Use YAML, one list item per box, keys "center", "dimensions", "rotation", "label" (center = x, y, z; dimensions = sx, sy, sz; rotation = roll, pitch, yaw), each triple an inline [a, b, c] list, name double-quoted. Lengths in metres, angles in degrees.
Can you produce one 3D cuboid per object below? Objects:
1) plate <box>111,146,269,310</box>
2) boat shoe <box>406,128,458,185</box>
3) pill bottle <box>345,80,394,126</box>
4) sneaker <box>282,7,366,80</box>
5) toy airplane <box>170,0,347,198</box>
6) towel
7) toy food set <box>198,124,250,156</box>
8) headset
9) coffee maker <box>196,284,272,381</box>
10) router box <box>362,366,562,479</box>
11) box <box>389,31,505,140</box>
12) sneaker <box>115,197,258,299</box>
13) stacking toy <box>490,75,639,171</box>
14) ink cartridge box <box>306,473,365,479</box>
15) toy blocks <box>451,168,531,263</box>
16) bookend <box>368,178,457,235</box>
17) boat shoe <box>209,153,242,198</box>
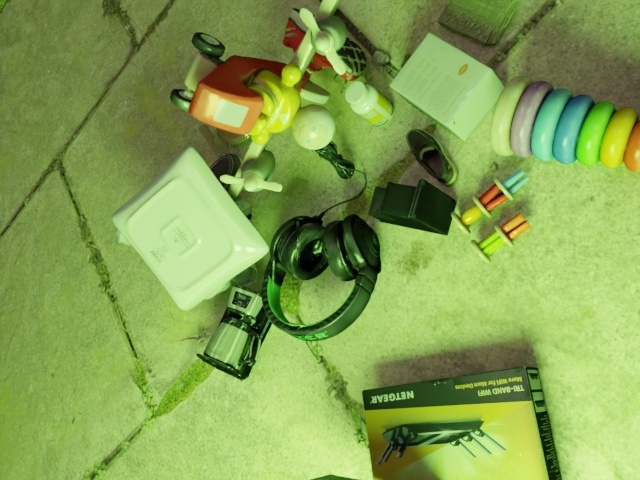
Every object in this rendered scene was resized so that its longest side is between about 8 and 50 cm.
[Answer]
- center: [-0.293, -0.012, 1.252]
  dimensions: [0.278, 0.045, 0.277]
  rotation: [-35, 95, 23]
  label: "plate"
- center: [0.216, -0.173, 1.154]
  dimensions: [0.056, 0.049, 0.152]
  rotation: [-46, 57, 18]
  label: "boat shoe"
- center: [0.102, -0.287, 1.221]
  dimensions: [0.065, 0.116, 0.065]
  rotation: [-9, 73, 32]
  label: "pill bottle"
- center: [0.005, -0.431, 1.356]
  dimensions: [0.279, 0.107, 0.118]
  rotation: [51, 126, 36]
  label: "sneaker"
- center: [-0.073, -0.278, 1.167]
  dimensions: [0.272, 0.386, 0.384]
  rotation: [40, 74, 15]
  label: "toy airplane"
- center: [0.315, -0.457, 1.170]
  dimensions: [0.148, 0.027, 0.110]
  rotation: [38, 102, 34]
  label: "towel"
- center: [-0.210, -0.304, 1.499]
  dimensions: [0.192, 0.038, 0.132]
  rotation: [-38, 63, 9]
  label: "toy food set"
- center: [0.000, 0.000, 1.179]
  dimensions: [0.243, 0.185, 0.394]
  rotation: [1, 62, 35]
  label: "headset"
- center: [-0.179, 0.203, 1.286]
  dimensions: [0.120, 0.171, 0.178]
  rotation: [26, 71, -1]
  label: "coffee maker"
- center: [0.233, 0.358, 0.991]
  dimensions: [0.309, 0.081, 0.243]
  rotation: [-18, 69, 31]
  label: "router box"
- center: [0.247, -0.300, 1.139]
  dimensions: [0.130, 0.091, 0.170]
  rotation: [-52, 55, 13]
  label: "box"
- center: [-0.310, 0.028, 1.361]
  dimensions: [0.366, 0.137, 0.210]
  rotation: [-8, 102, 22]
  label: "sneaker"
- center: [0.453, -0.169, 0.943]
  dimensions: [0.330, 0.141, 0.141]
  rotation: [23, 92, 33]
  label: "stacking toy"
- center: [0.065, 0.427, 0.936]
  dimensions: [0.235, 0.171, 0.056]
  rotation: [-10, 75, 34]
  label: "ink cartridge box"
- center: [0.326, -0.049, 1.044]
  dimensions: [0.148, 0.054, 0.123]
  rotation: [-41, 58, 20]
  label: "toy blocks"
- center: [0.152, -0.072, 1.109]
  dimensions: [0.157, 0.156, 0.072]
  rotation: [14, 87, 37]
  label: "bookend"
- center: [-0.307, -0.075, 1.468]
  dimensions: [0.112, 0.095, 0.335]
  rotation: [36, 100, 36]
  label: "boat shoe"
